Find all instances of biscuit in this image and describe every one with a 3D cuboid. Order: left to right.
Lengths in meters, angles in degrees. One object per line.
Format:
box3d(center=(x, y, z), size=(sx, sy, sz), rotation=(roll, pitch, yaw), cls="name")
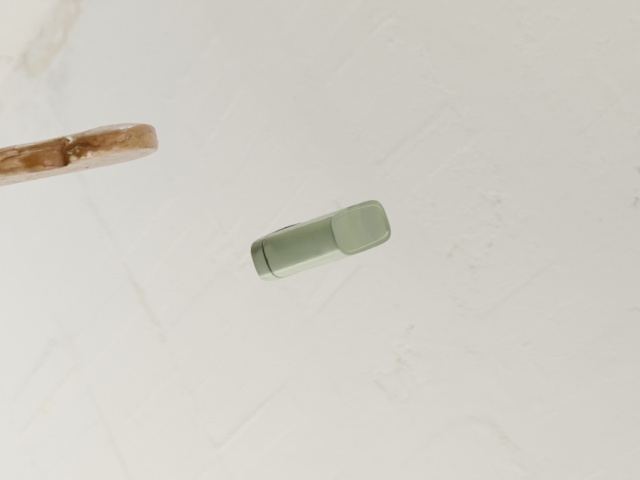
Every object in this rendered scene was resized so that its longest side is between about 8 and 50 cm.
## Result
box3d(center=(-0.257, -0.085, 0.904), size=(0.186, 0.192, 0.036), rotation=(-170, -112, -76), cls="biscuit")

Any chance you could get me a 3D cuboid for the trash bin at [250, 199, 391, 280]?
box3d(center=(0.000, 0.000, 1.096), size=(0.130, 0.116, 0.059), rotation=(-18, -87, 39), cls="trash bin")
